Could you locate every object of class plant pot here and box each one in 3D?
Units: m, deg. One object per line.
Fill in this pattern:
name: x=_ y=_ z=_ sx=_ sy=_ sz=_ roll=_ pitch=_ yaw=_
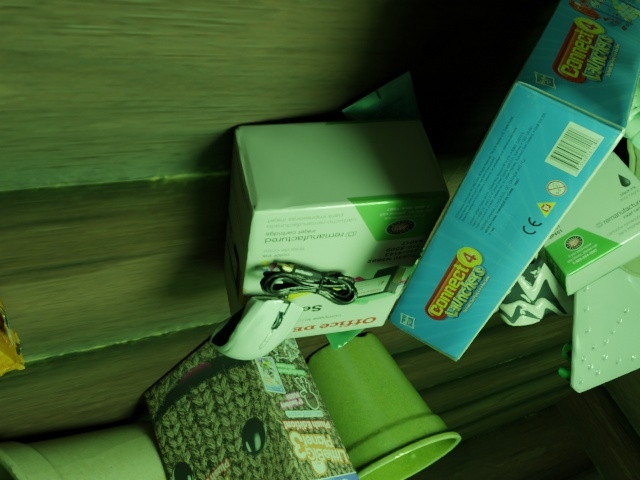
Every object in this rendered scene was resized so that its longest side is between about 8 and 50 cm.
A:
plant pot: x=-0.364 y=0.429 z=1.011 sx=0.334 sy=0.334 sz=0.305 roll=-45 pitch=159 yaw=29
plant pot: x=0.086 y=0.329 z=1.259 sx=0.275 sy=0.254 sz=0.276 roll=-21 pitch=150 yaw=-13

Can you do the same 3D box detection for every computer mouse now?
computer mouse: x=-0.054 y=0.090 z=0.717 sx=0.106 sy=0.042 sz=0.193 roll=13 pitch=139 yaw=-34

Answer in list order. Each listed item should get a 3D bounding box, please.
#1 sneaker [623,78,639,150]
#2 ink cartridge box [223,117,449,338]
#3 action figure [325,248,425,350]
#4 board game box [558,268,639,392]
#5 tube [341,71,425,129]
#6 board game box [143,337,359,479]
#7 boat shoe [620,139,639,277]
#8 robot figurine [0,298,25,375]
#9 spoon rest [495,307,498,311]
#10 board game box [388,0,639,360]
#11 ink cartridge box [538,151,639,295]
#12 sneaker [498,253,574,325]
sneaker: x=0.379 y=-0.158 z=0.818 sx=0.255 sy=0.151 sz=0.094 roll=-12 pitch=150 yaw=-24
ink cartridge box: x=0.000 y=0.000 z=0.750 sx=0.201 sy=0.117 sz=0.278 roll=-5 pitch=147 yaw=-15
action figure: x=0.086 y=0.053 z=0.962 sx=0.232 sy=0.137 sz=0.063 roll=-21 pitch=175 yaw=-33
board game box: x=0.591 y=0.043 z=1.200 sx=0.389 sy=0.050 sz=0.390 roll=-13 pitch=108 yaw=-26
tube: x=0.096 y=-0.110 z=0.764 sx=0.080 sy=0.052 sz=0.207 roll=-33 pitch=146 yaw=5
board game box: x=-0.114 y=0.309 z=1.011 sx=0.232 sy=0.291 sz=0.141 roll=-41 pitch=149 yaw=22
boat shoe: x=0.533 y=-0.100 z=1.023 sx=0.113 sy=0.127 sz=0.340 roll=-33 pitch=126 yaw=-32
robot figurine: x=-0.401 y=0.075 z=0.592 sx=0.211 sy=0.085 sz=0.291 roll=-22 pitch=152 yaw=-12
spoon rest: x=0.382 y=0.093 z=1.335 sx=0.276 sy=0.084 sz=0.137 roll=-14 pitch=150 yaw=1
board game box: x=0.205 y=-0.083 z=0.665 sx=0.302 sy=0.086 sz=0.308 roll=-54 pitch=168 yaw=-43
ink cartridge box: x=0.345 y=-0.056 z=0.898 sx=0.153 sy=0.208 sz=0.087 roll=-33 pitch=148 yaw=8
sneaker: x=0.440 y=0.058 z=1.227 sx=0.234 sy=0.153 sz=0.094 roll=-12 pitch=-167 yaw=-3
